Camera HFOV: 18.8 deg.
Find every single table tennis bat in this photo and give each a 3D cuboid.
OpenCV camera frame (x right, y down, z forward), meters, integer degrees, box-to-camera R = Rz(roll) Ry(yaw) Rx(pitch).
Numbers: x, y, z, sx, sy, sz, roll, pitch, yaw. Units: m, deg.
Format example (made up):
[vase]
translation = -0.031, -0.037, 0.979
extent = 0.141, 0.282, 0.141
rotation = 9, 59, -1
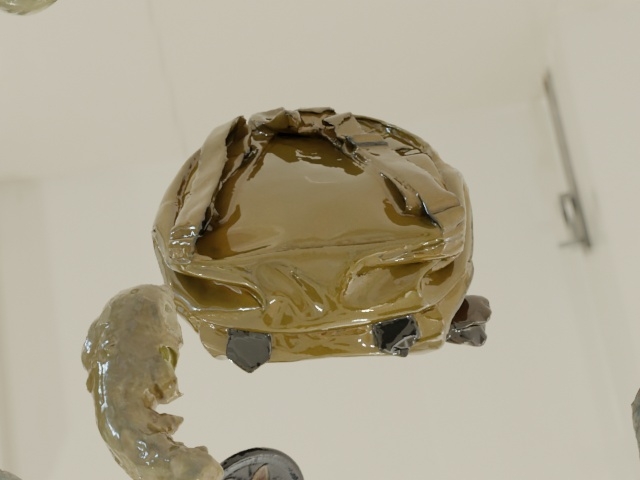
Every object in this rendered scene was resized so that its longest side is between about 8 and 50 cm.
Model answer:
[table tennis bat]
translation = -0.077, 0.325, 2.051
extent = 0.150, 0.027, 0.236
rotation = -17, 117, -31

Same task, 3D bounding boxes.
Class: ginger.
[ginger]
translation = -0.109, 0.097, 1.209
extent = 0.069, 0.173, 0.051
rotation = -17, 143, -3

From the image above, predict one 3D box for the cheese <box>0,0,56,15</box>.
[cheese]
translation = -0.207, -0.229, 1.499
extent = 0.047, 0.092, 0.171
rotation = 21, 151, -36

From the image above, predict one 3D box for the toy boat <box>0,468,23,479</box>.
[toy boat]
translation = -0.395, 0.333, 2.246
extent = 0.227, 0.155, 0.085
rotation = 27, 156, -27

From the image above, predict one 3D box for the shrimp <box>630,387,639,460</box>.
[shrimp]
translation = 0.271, 0.117, 1.341
extent = 0.085, 0.360, 0.247
rotation = 1, -155, 32

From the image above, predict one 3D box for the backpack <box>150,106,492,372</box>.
[backpack]
translation = 0.002, -0.005, 2.020
extent = 0.353, 0.378, 0.201
rotation = 0, 120, 1
